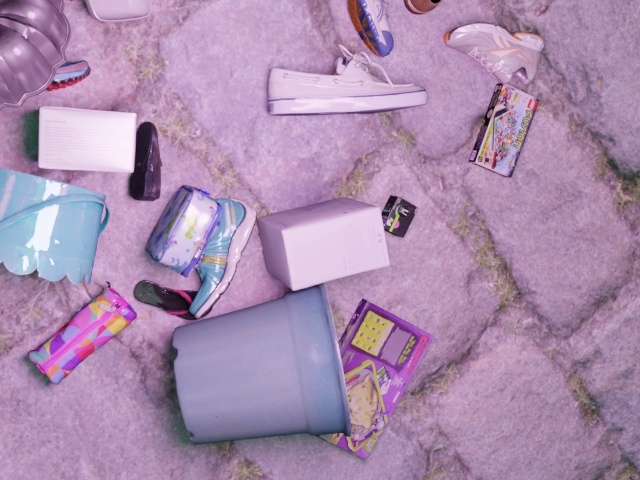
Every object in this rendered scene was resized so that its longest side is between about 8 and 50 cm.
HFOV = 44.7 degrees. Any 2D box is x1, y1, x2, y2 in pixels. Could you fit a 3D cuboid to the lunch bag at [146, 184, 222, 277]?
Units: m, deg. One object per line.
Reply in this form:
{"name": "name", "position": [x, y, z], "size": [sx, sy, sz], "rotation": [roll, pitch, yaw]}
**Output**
{"name": "lunch bag", "position": [-0.282, -0.027, 1.622], "size": [0.090, 0.219, 0.176], "rotation": [27, 88, -20]}

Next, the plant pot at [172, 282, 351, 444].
{"name": "plant pot", "position": [-0.129, 0.281, 1.668], "size": [0.334, 0.341, 0.341], "rotation": [-11, 101, -4]}

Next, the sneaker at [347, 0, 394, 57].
{"name": "sneaker", "position": [0.120, -0.562, 1.734], "size": [0.131, 0.112, 0.297], "rotation": [-27, 106, -13]}

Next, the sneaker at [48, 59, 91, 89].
{"name": "sneaker", "position": [-0.590, -0.359, 1.535], "size": [0.261, 0.104, 0.125], "rotation": [-5, 97, -18]}

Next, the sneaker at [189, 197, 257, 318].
{"name": "sneaker", "position": [-0.234, 0.038, 1.719], "size": [0.110, 0.107, 0.275], "rotation": [22, 79, -8]}

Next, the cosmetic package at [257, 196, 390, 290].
{"name": "cosmetic package", "position": [0.000, 0.000, 1.717], "size": [0.224, 0.224, 0.138], "rotation": [-15, 103, -16]}

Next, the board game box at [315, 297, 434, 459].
{"name": "board game box", "position": [0.109, 0.338, 1.899], "size": [0.208, 0.056, 0.347], "rotation": [29, 88, -16]}

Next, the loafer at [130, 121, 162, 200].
{"name": "loafer", "position": [-0.368, -0.167, 1.668], "size": [0.061, 0.062, 0.170], "rotation": [7, 89, -58]}

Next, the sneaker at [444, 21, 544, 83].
{"name": "sneaker", "position": [0.414, -0.438, 1.849], "size": [0.262, 0.099, 0.121], "rotation": [5, 88, -18]}

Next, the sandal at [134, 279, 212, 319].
{"name": "sandal", "position": [-0.324, 0.135, 1.727], "size": [0.179, 0.040, 0.067], "rotation": [17, 91, -20]}

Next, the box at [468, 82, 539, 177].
{"name": "box", "position": [0.454, -0.271, 1.926], "size": [0.114, 0.036, 0.207], "rotation": [19, 92, -20]}

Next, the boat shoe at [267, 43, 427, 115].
{"name": "boat shoe", "position": [0.061, -0.363, 1.744], "size": [0.367, 0.136, 0.157], "rotation": [-4, 96, -8]}

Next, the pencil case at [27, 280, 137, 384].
{"name": "pencil case", "position": [-0.500, 0.197, 1.649], "size": [0.236, 0.104, 0.104], "rotation": [-43, 108, -7]}

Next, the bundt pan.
{"name": "bundt pan", "position": [-0.641, -0.409, 1.437], "size": [0.330, 0.124, 0.331], "rotation": [1, 77, -6]}

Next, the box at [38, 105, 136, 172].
{"name": "box", "position": [-0.467, -0.203, 1.556], "size": [0.181, 0.181, 0.119], "rotation": [1, 98, -18]}

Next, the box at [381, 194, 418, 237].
{"name": "box", "position": [0.182, -0.057, 1.860], "size": [0.062, 0.052, 0.083], "rotation": [26, 88, -19]}

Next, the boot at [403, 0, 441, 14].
{"name": "boot", "position": [0.258, -0.675, 1.762], "size": [0.112, 0.115, 0.305], "rotation": [0, 97, -17]}

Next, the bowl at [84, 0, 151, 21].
{"name": "bowl", "position": [-0.422, -0.513, 1.576], "size": [0.142, 0.053, 0.142], "rotation": [-20, 107, -41]}

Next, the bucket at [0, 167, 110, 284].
{"name": "bucket", "position": [-0.555, -0.030, 1.512], "size": [0.281, 0.281, 0.183], "rotation": [14, 88, -20]}
